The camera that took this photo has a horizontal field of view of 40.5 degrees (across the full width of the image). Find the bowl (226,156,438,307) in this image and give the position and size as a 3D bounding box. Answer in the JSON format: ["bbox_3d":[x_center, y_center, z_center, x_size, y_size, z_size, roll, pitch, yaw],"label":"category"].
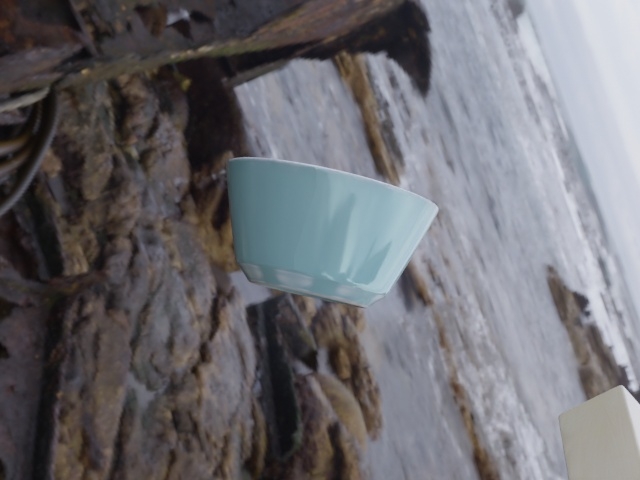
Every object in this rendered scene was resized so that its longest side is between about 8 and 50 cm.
[{"bbox_3d":[0.000,0.000,1.237,0.311,0.311,0.163,26,76,-66],"label":"bowl"}]

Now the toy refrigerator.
[{"bbox_3d":[0.379,0.319,1.080,0.094,0.102,0.270,46,26,-20],"label":"toy refrigerator"}]
